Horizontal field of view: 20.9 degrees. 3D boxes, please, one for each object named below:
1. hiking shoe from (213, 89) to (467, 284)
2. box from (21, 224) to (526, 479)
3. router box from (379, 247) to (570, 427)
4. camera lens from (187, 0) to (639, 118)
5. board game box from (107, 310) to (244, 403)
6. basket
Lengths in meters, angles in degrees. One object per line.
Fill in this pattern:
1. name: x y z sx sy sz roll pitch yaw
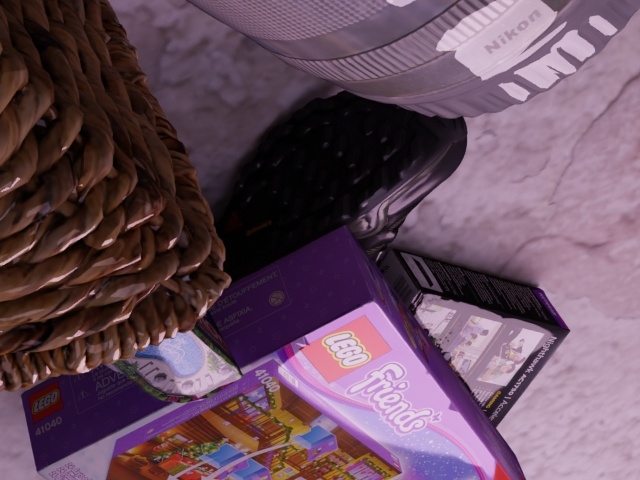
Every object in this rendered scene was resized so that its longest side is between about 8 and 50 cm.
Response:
1. hiking shoe: 0.000 0.000 0.977 0.227 0.086 0.114 -37 144 19
2. box: -0.010 0.128 1.006 0.201 0.057 0.293 -27 141 8
3. router box: 0.055 0.097 1.102 0.133 0.046 0.179 16 119 -37
4. camera lens: -0.002 -0.193 0.700 0.274 0.219 0.219 29 111 -41
5. board game box: -0.121 0.003 0.825 0.060 0.194 0.194 -36 134 5
6. basket: -0.204 -0.055 0.658 0.213 0.299 0.223 -39 134 8
